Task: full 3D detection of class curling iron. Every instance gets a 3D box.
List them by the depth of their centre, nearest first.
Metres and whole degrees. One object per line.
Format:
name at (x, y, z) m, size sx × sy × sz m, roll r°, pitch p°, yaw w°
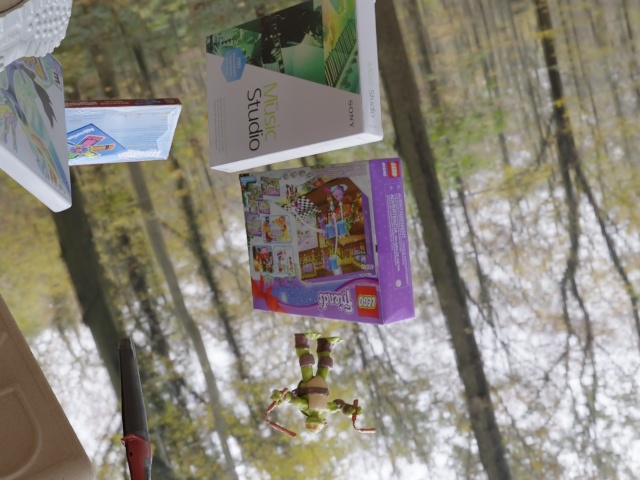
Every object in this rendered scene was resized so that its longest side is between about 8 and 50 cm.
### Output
curling iron at (-0.219, 0.236, 1.021) m, size 0.068 × 0.273 × 0.035 m, roll -4°, pitch 153°, yaw -3°

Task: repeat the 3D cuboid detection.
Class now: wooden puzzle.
wooden puzzle at (-0.489, 0.222, 1.085) m, size 0.322 × 0.347 × 0.080 m, roll -21°, pitch 160°, yaw -33°

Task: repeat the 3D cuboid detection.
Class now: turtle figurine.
turtle figurine at (-0.001, 0.306, 1.880) m, size 0.270 × 0.217 × 0.087 m, roll 13°, pitch 161°, yaw -29°

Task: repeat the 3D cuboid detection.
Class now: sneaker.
sneaker at (-0.377, -0.260, 1.064) m, size 0.095 × 0.090 × 0.235 m, roll 20°, pitch -152°, yaw 11°

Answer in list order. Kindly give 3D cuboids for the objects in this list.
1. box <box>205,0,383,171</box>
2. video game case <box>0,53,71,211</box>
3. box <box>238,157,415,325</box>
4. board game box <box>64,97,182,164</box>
box at (-0.051, -0.247, 1.442) m, size 0.322 × 0.232 × 0.058 m, roll -8°, pitch 171°, yaw 37°
video game case at (-0.475, -0.241, 1.337) m, size 0.036 × 0.299 × 0.329 m, roll -19°, pitch 149°, yaw 10°
box at (0.000, 0.000, 1.206) m, size 0.057 × 0.200 × 0.293 m, roll -9°, pitch -174°, yaw -37°
board game box at (-0.424, -0.218, 1.823) m, size 0.281 × 0.145 × 0.027 m, roll -8°, pitch -134°, yaw -35°
